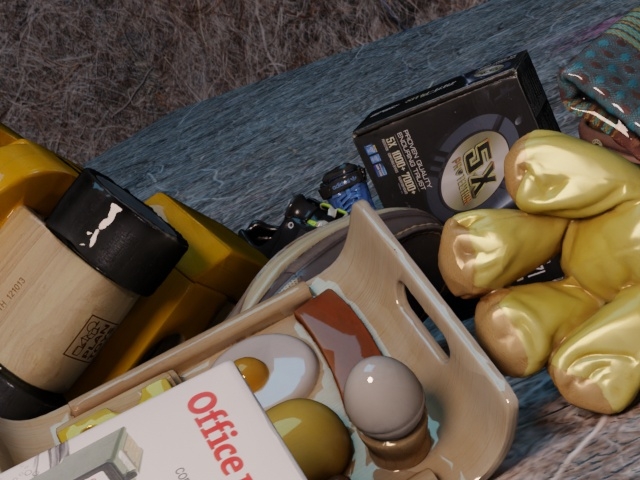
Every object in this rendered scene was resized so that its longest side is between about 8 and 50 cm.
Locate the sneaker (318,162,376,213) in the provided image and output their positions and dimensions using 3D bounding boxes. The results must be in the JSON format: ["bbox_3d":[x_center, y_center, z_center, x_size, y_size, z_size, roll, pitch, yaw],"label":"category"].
[{"bbox_3d":[0.031,-0.037,1.707,0.058,0.085,0.152,-23,13,8],"label":"sneaker"}]

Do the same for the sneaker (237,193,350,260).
[{"bbox_3d":[0.000,0.000,1.584,0.234,0.097,0.084,-15,16,38],"label":"sneaker"}]

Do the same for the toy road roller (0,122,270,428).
[{"bbox_3d":[-0.201,0.026,1.232,0.202,0.240,0.329,-52,-25,3],"label":"toy road roller"}]

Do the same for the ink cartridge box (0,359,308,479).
[{"bbox_3d":[-0.116,0.204,0.800,0.273,0.115,0.198,-27,33,-9],"label":"ink cartridge box"}]

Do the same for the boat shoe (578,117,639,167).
[{"bbox_3d":[0.326,-0.071,1.177,0.123,0.123,0.342,-33,17,-30],"label":"boat shoe"}]

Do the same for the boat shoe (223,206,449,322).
[{"bbox_3d":[-0.015,0.107,1.164,0.355,0.132,0.130,-39,36,-23],"label":"boat shoe"}]

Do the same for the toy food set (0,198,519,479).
[{"bbox_3d":[-0.057,0.110,1.006,0.306,0.092,0.220,-27,46,-10],"label":"toy food set"}]

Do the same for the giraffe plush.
[{"bbox_3d":[0.202,0.007,1.069,0.210,0.181,0.170,-33,-11,13],"label":"giraffe plush"}]

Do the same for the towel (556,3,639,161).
[{"bbox_3d":[0.341,-0.097,1.009,0.370,0.271,0.040,-38,-18,-39],"label":"towel"}]

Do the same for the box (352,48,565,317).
[{"bbox_3d":[0.132,-0.042,1.309,0.147,0.180,0.077,-20,12,21],"label":"box"}]
